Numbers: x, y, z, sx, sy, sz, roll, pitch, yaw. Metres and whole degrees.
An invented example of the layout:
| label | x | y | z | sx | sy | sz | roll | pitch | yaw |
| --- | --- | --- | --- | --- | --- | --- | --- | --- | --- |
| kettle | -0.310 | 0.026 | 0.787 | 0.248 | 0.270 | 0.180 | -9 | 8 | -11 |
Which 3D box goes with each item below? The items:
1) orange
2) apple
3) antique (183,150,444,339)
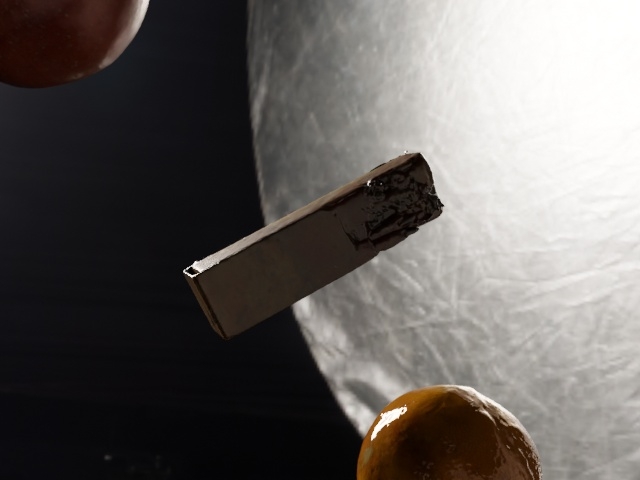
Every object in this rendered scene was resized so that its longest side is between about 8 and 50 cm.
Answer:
| label | x | y | z | sx | sy | sz | roll | pitch | yaw |
| --- | --- | --- | --- | --- | --- | --- | --- | --- | --- |
| orange | 0.176 | 0.329 | 1.269 | 0.261 | 0.261 | 0.261 | -174 | 90 | -81 |
| apple | -0.406 | -0.389 | 1.299 | 0.277 | 0.348 | 0.348 | 26 | -112 | -74 |
| antique | 0.000 | 0.000 | 1.065 | 0.087 | 0.310 | 0.093 | 64 | 167 | -9 |
